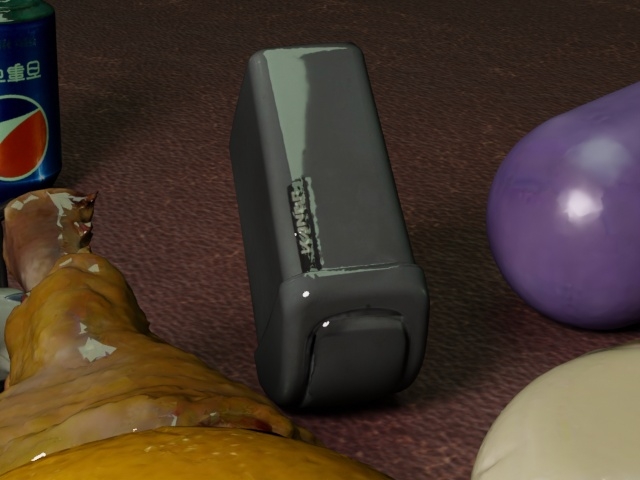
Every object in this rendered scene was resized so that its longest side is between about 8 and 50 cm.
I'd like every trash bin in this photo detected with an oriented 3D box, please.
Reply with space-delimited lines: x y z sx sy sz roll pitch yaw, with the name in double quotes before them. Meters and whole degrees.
"trash bin" 0.000 0.000 1.031 0.101 0.236 0.177 -7 -21 -11

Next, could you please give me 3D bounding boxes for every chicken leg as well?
"chicken leg" -0.148 0.114 0.764 0.295 0.182 0.409 -24 44 -6

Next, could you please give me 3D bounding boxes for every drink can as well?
"drink can" -0.314 -0.138 1.441 0.118 0.205 0.118 1 22 0

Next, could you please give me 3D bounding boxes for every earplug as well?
"earplug" 0.331 -0.058 1.203 0.456 0.215 0.215 -19 27 -31

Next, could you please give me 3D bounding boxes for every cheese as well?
"cheese" 0.212 0.148 0.774 0.266 0.127 0.233 -1 24 9

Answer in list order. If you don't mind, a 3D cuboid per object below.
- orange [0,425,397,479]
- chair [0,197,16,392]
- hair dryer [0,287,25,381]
"orange" -0.042 0.193 0.474 0.274 0.274 0.274 -1 21 1
"chair" -0.319 0.065 0.989 0.141 0.155 0.260 5 20 19
"hair dryer" -0.193 0.090 0.919 0.167 0.067 0.199 29 13 -48
